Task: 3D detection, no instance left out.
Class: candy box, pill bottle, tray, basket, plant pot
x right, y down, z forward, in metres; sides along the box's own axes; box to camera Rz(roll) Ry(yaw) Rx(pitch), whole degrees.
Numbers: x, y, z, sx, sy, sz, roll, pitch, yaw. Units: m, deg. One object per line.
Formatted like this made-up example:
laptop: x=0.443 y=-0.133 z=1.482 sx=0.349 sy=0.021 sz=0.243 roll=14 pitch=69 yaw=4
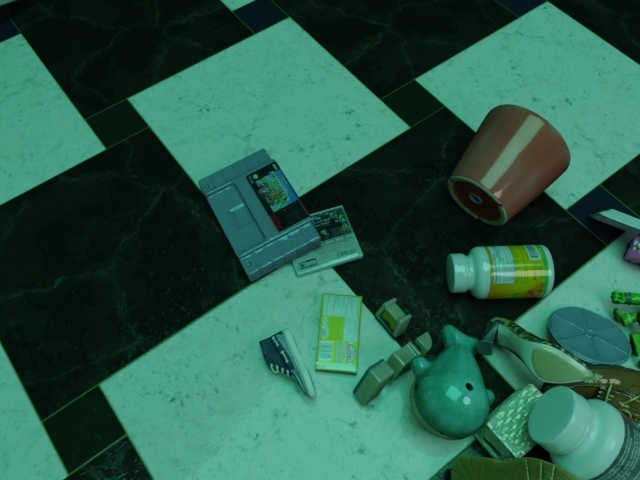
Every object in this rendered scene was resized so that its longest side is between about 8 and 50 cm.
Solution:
candy box: x=0.047 y=0.233 z=1.504 sx=0.105 sy=0.027 sz=0.206 roll=6 pitch=60 yaw=1
pill bottle: x=0.455 y=0.082 z=1.530 sx=0.245 sy=0.136 sz=0.137 roll=-1 pitch=60 yaw=-1
tray: x=0.871 y=-0.028 z=1.594 sx=0.270 sy=0.145 sz=0.030 roll=24 pitch=96 yaw=13
pill bottle: x=0.593 y=0.442 z=1.232 sx=0.318 sy=0.176 sz=0.176 roll=35 pitch=63 yaw=-9
basket: x=0.448 y=0.417 z=1.352 sx=0.167 sy=0.103 sz=0.113 roll=-34 pitch=66 yaw=-19
plant pot: x=0.497 y=-0.192 z=1.632 sx=0.275 sy=0.275 sz=0.243 roll=38 pitch=77 yaw=20

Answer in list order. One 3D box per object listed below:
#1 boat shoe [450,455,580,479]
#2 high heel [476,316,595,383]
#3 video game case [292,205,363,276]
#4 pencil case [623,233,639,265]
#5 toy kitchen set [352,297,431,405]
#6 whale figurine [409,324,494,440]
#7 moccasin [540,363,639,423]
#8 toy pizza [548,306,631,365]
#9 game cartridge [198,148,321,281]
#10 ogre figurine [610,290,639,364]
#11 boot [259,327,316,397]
boat shoe: x=0.417 y=0.507 z=1.242 sx=0.277 sy=0.096 sz=0.098 roll=-3 pitch=60 yaw=40
high heel: x=0.514 y=0.247 z=1.407 sx=0.261 sy=0.093 sz=0.186 roll=15 pitch=19 yaw=23
video game case: x=0.000 y=0.000 z=1.645 sx=0.190 sy=0.022 sz=0.173 roll=-16 pitch=61 yaw=-8
pencil case: x=0.915 y=0.056 z=1.573 sx=0.209 sy=0.095 sz=0.098 roll=27 pitch=23 yaw=15
toy kitchen set: x=0.143 y=0.266 z=1.456 sx=0.207 sy=0.122 sz=0.166 roll=-23 pitch=60 yaw=-36
whale figurine: x=0.312 y=0.310 z=1.352 sx=0.216 sy=0.141 sz=0.272 roll=28 pitch=54 yaw=-3
moccasin: x=0.698 y=0.379 z=1.366 sx=0.379 sy=0.139 sz=0.147 roll=11 pitch=51 yaw=-5
toy pizza: x=0.660 y=0.240 z=1.469 sx=0.201 sy=0.032 sz=0.201 roll=7 pitch=36 yaw=-5
game cartridge: x=-0.171 y=-0.084 z=1.656 sx=0.230 sy=0.068 sz=0.355 roll=-30 pitch=62 yaw=-4
ogre figurine: x=0.815 y=0.212 z=1.479 sx=0.118 sy=0.097 sz=0.197 roll=-15 pitch=49 yaw=4
boot: x=-0.080 y=0.309 z=1.444 sx=0.086 sy=0.069 sz=0.190 roll=-24 pitch=54 yaw=-6
